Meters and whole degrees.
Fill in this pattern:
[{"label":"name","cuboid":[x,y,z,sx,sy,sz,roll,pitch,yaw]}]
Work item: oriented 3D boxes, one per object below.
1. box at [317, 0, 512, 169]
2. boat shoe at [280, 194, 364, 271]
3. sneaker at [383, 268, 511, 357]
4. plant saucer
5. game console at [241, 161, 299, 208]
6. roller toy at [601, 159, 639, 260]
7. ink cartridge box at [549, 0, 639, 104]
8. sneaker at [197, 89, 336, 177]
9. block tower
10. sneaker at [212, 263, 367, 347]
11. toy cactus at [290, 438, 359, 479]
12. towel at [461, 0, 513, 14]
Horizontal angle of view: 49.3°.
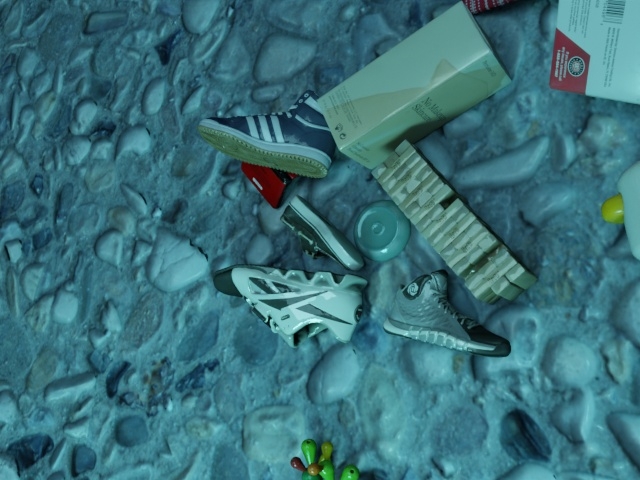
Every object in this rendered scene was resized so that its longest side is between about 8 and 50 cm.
[{"label":"box","cuboid":[0.169,-0.272,1.264,0.311,0.148,0.121,-31,66,22]},{"label":"boat shoe","cuboid":[0.000,0.000,1.346,0.070,0.078,0.219,-51,52,10]},{"label":"sneaker","cuboid":[0.219,0.116,1.184,0.229,0.086,0.132,9,82,32]},{"label":"plant saucer","cuboid":[0.111,-0.021,1.313,0.119,0.021,0.119,-7,75,28]},{"label":"game console","cuboid":[-0.086,-0.159,1.464,0.144,0.085,0.124,50,136,29]},{"label":"roller toy","cuboid":[0.525,-0.057,0.982,0.191,0.209,0.146,-4,74,-10]},{"label":"ink cartridge box","cuboid":[0.503,-0.312,1.041,0.273,0.114,0.197,21,131,33]},{"label":"sneaker","cuboid":[-0.094,-0.231,1.395,0.282,0.099,0.153,17,72,12]},{"label":"block tower","cuboid":[0.221,-0.034,1.210,0.091,0.097,0.335,-45,60,14]},{"label":"sneaker","cuboid":[-0.078,0.126,1.331,0.331,0.122,0.146,4,79,31]},{"label":"toy cactus","cuboid":[0.008,0.466,1.229,0.219,0.112,0.180,46,113,21]},{"label":"towel","cuboid":[0.352,-0.521,1.207,0.275,0.031,0.198,-2,94,51]}]
